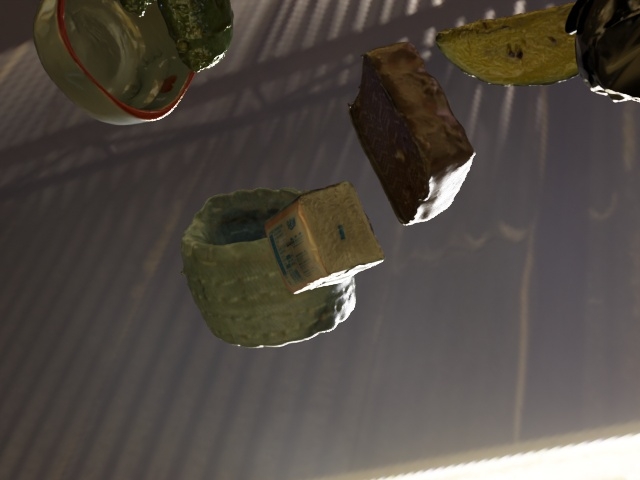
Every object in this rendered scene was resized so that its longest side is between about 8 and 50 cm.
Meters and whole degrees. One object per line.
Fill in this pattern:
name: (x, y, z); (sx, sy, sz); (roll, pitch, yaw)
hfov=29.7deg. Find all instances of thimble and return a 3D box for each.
thimble: (-0.078, 0.032, 1.653); (0.250, 0.171, 0.205); (3, -152, 33)

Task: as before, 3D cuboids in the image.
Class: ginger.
ginger: (-0.164, -0.280, 1.245); (0.089, 0.290, 0.137); (-9, -109, 15)

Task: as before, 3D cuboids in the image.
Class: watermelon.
watermelon: (0.340, -0.317, 1.879); (0.301, 0.129, 0.123); (-9, -108, 21)

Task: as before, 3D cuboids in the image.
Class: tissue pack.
tissue pack: (0.000, 0.000, 0.971); (0.059, 0.074, 0.094); (-20, 177, -23)

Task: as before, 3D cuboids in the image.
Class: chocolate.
chocolate: (0.118, -0.135, 1.529); (0.093, 0.148, 0.214); (-17, -117, -17)

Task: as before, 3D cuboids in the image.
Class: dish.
dish: (-0.300, -0.279, 1.698); (0.117, 0.256, 0.256); (-14, -149, 39)

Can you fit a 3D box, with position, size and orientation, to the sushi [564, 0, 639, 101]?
sushi: (0.431, -0.236, 1.139); (0.328, 0.285, 0.329); (22, -165, 33)
